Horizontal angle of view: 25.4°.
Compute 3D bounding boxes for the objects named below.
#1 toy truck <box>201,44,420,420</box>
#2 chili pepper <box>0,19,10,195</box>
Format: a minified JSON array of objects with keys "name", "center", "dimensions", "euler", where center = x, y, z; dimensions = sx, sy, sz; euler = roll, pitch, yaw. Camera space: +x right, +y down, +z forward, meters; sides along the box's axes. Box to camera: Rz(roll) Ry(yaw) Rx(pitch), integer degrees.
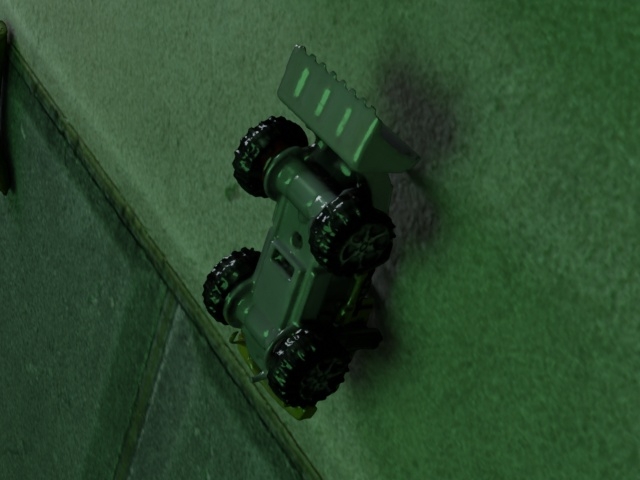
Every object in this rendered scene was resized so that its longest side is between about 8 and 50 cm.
[{"name":"toy truck","center":[0.000,0.000,1.046],"dimensions":[0.136,0.111,0.286],"euler":[45,131,37]},{"name":"chili pepper","center":[-0.376,-0.151,1.610],"dimensions":[0.052,0.050,0.201],"euler":[-86,0,-69]}]
